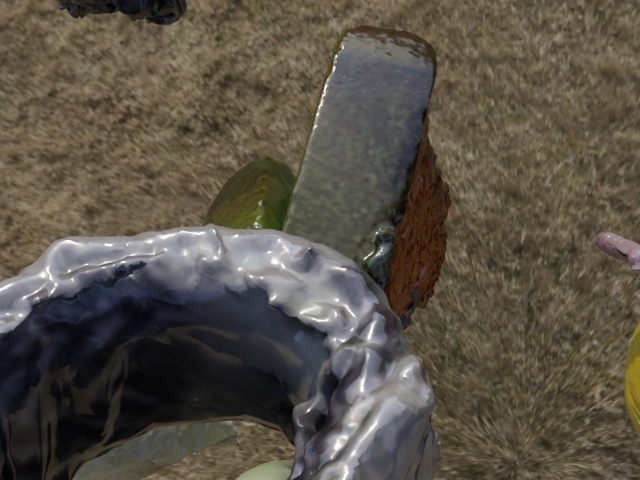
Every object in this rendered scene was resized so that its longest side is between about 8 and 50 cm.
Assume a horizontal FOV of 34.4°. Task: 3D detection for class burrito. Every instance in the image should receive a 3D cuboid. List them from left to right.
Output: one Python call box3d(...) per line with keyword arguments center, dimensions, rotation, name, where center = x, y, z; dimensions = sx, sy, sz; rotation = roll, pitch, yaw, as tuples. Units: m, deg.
box3d(center=(-0.289, 0.268, 1.500), dimensions=(0.332, 0.135, 0.190), rotation=(-22, 86, -17), name="burrito")

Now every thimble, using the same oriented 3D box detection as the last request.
box3d(center=(-0.069, 0.112, 0.462), dimensions=(0.245, 0.157, 0.217), rotation=(-19, 54, -13), name="thimble")

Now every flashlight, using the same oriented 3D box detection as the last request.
box3d(center=(0.351, 0.015, 1.179), dimensions=(0.052, 0.110, 0.031), rotation=(-22, 110, -13), name="flashlight")

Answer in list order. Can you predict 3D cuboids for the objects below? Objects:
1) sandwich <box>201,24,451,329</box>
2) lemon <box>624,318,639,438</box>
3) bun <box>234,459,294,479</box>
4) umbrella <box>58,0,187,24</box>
box3d(center=(0.000, 0.000, 0.735), dimensions=(0.162, 0.301, 0.250), rotation=(13, 79, 12), name="sandwich")
box3d(center=(0.530, 0.173, 1.223), dimensions=(0.348, 0.348, 0.348), rotation=(-2, 78, 10), name="lemon")
box3d(center=(-0.059, 0.432, 1.348), dimensions=(0.179, 0.283, 0.283), rotation=(-25, 74, 20), name="bun")
box3d(center=(-0.117, -0.317, 0.712), dimensions=(0.128, 0.154, 0.336), rotation=(9, 88, -16), name="umbrella")
